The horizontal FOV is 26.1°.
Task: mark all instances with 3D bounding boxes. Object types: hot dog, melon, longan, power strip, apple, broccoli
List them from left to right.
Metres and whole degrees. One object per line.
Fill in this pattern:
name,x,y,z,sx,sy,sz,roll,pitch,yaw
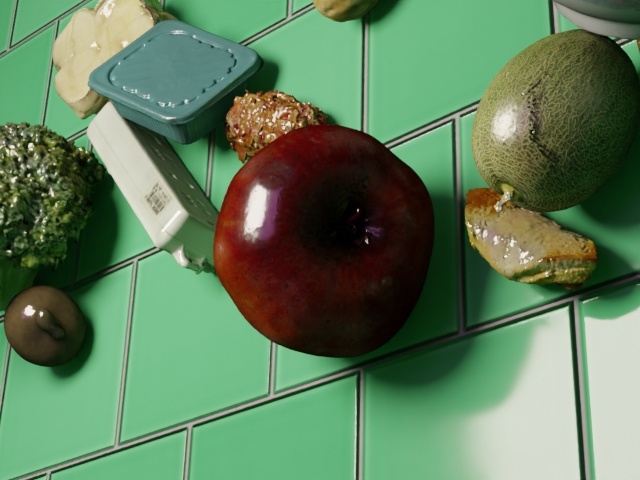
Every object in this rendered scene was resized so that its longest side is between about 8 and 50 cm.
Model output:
broccoli,-0.414,-0.042,1.767,0.235,0.288,0.260,58,140,7
longan,-0.340,0.105,1.705,0.119,0.106,0.106,158,132,-71
power strip,-0.200,-0.072,1.669,0.058,0.098,0.338,-51,41,10
apple,0.001,-0.002,1.340,0.234,0.234,0.234,-24,52,35
hot dog,0.186,0.008,1.245,0.078,0.061,0.169,-24,36,-23
melon,0.208,-0.101,1.225,0.139,0.139,0.192,15,63,49

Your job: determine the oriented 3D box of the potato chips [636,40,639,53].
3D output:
potato chips,0.279,-0.245,1.328,0.037,0.026,0.204,-55,39,28

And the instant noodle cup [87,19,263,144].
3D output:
instant noodle cup,-0.173,-0.187,1.674,0.179,0.070,0.157,26,53,33

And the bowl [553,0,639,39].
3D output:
bowl,0.280,-0.276,1.202,0.345,0.346,0.157,-129,29,-48

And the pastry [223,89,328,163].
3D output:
pastry,-0.058,-0.132,1.583,0.169,0.063,0.087,12,79,48

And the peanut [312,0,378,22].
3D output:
peanut,0.056,-0.354,1.570,0.103,0.098,0.229,25,84,23

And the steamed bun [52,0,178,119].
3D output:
steamed bun,-0.267,-0.250,1.842,0.177,0.106,0.192,-46,48,11
